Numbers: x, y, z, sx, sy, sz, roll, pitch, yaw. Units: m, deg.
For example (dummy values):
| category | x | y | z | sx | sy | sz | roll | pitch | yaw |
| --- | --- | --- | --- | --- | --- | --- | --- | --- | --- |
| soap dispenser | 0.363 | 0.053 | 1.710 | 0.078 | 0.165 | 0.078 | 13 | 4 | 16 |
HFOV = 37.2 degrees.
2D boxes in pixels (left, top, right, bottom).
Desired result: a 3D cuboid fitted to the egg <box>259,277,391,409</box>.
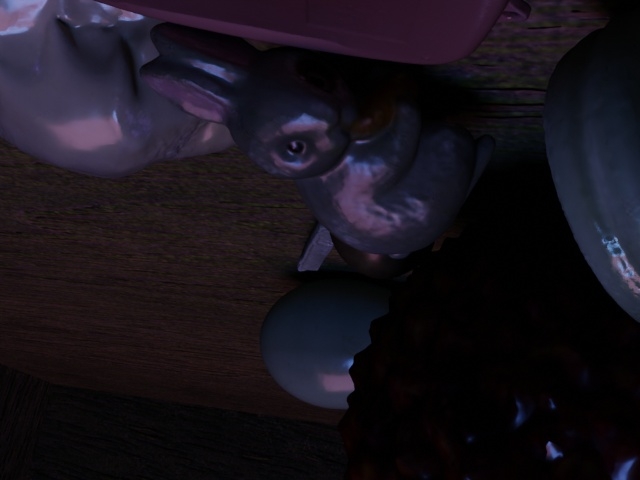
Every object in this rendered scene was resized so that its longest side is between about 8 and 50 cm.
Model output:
| category | x | y | z | sx | sy | sz | roll | pitch | yaw |
| --- | --- | --- | --- | --- | --- | --- | --- | --- | --- |
| egg | 0.031 | 0.133 | 1.221 | 0.231 | 0.168 | 0.168 | 2 | 160 | 24 |

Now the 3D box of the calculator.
| category | x | y | z | sx | sy | sz | roll | pitch | yaw |
| --- | --- | --- | --- | --- | --- | --- | --- | --- | --- |
| calculator | -0.044 | -0.160 | 0.530 | 0.329 | 0.048 | 0.220 | 13 | 172 | 2 |

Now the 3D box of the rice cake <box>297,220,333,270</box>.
| category | x | y | z | sx | sy | sz | roll | pitch | yaw |
| --- | --- | --- | --- | --- | --- | --- | --- | --- | --- |
| rice cake | 0.000 | 0.001 | 1.063 | 0.029 | 0.033 | 0.171 | 15 | 161 | -6 |

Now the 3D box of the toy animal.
| category | x | y | z | sx | sy | sz | roll | pitch | yaw |
| --- | --- | --- | --- | --- | --- | --- | --- | --- | --- |
| toy animal | -0.002 | -0.075 | 0.662 | 0.251 | 0.127 | 0.125 | 18 | 157 | -33 |

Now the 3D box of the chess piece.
| category | x | y | z | sx | sy | sz | roll | pitch | yaw |
| --- | --- | --- | --- | --- | --- | --- | --- | --- | --- |
| chess piece | 0.284 | -0.068 | 0.466 | 0.194 | 0.195 | 0.299 | 26 | 149 | -36 |

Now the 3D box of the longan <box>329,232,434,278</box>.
| category | x | y | z | sx | sy | sz | roll | pitch | yaw |
| --- | --- | --- | --- | --- | --- | --- | --- | --- | --- |
| longan | 0.056 | -0.017 | 0.880 | 0.106 | 0.106 | 0.119 | 18 | -161 | -18 |

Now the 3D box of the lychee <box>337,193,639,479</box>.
| category | x | y | z | sx | sy | sz | roll | pitch | yaw |
| --- | --- | --- | --- | --- | --- | --- | --- | --- | --- |
| lychee | 0.228 | 0.157 | 0.819 | 0.424 | 0.500 | 0.425 | 8 | 120 | 15 |

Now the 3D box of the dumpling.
| category | x | y | z | sx | sy | sz | roll | pitch | yaw |
| --- | --- | --- | --- | --- | --- | --- | --- | --- | --- |
| dumpling | -0.157 | -0.122 | 0.692 | 0.216 | 0.126 | 0.166 | 28 | 133 | -5 |
